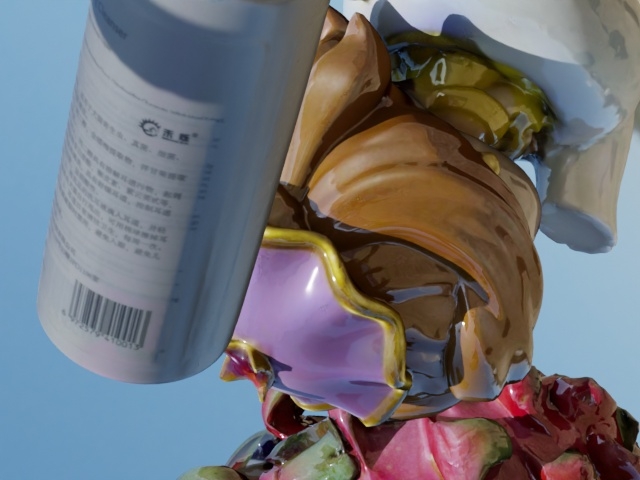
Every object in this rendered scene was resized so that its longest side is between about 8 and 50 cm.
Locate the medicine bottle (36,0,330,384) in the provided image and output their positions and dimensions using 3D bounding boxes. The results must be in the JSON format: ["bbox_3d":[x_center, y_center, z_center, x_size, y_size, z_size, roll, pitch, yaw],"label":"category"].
[{"bbox_3d":[-0.029,-0.049,0.473,0.058,0.199,0.057,9,-138,-8],"label":"medicine bottle"}]

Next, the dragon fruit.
[{"bbox_3d":[0.042,0.146,1.043,0.273,0.198,0.218,15,152,31],"label":"dragon fruit"}]

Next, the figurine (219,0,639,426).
[{"bbox_3d":[0.044,-0.036,0.804,0.189,0.263,0.142,34,156,-13],"label":"figurine"}]
